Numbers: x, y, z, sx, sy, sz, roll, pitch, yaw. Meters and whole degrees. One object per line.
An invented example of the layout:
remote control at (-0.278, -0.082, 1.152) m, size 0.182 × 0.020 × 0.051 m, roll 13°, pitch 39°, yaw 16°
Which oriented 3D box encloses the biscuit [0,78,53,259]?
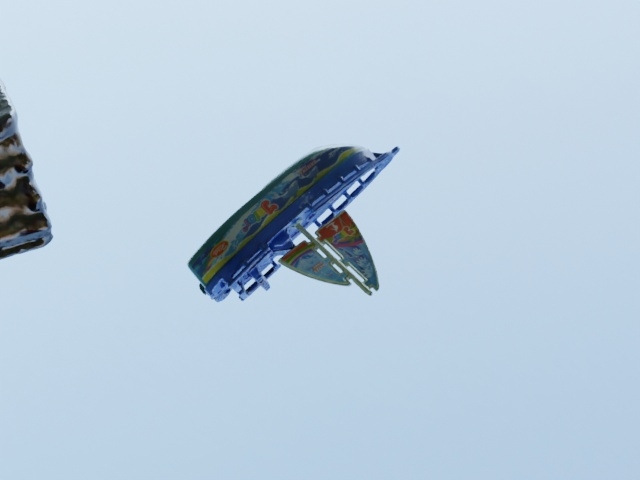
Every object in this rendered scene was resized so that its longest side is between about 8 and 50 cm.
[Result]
biscuit at (-0.230, -0.072, 0.883) m, size 0.107 × 0.073 × 0.388 m, roll -18°, pitch -157°, yaw -11°

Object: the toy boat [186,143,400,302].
toy boat at (0.000, 0.000, 1.134) m, size 0.175 × 0.091 × 0.110 m, roll -43°, pitch -98°, yaw -3°
